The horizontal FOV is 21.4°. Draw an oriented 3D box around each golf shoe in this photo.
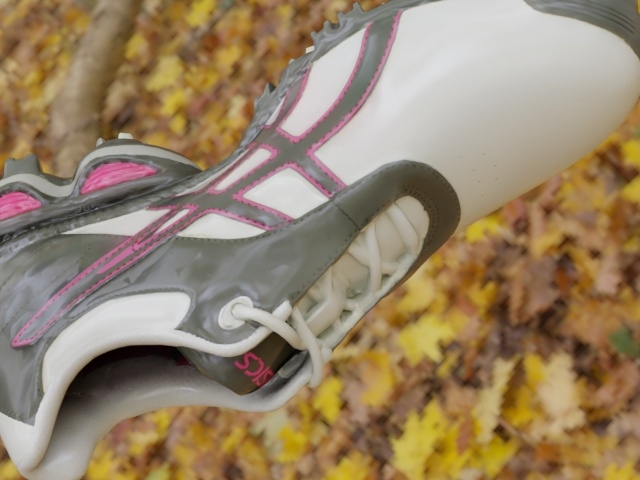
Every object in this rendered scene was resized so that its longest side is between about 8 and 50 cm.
[{"bbox_3d":[0.000,0.000,0.605,0.273,0.105,0.120,-24,48,13],"label":"golf shoe"}]
